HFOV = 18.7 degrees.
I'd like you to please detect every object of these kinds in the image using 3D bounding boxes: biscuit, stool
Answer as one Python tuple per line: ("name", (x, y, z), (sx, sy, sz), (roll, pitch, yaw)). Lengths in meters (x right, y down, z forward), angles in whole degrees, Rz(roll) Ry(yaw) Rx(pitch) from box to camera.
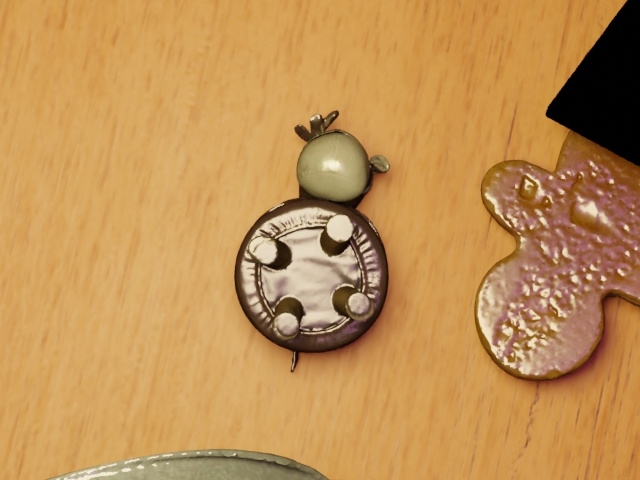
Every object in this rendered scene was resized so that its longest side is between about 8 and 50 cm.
("biscuit", (0.230, -0.018, 1.606), (0.197, 0.049, 0.301), (30, 80, 11))
("stool", (0.000, 0.000, 1.559), (0.125, 0.121, 0.217), (14, 86, 1))

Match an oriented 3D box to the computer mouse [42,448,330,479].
("computer mouse", (-0.140, 0.261, 1.373), (0.373, 0.114, 0.203), (-13, 82, -7))

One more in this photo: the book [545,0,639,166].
("book", (0.375, -0.110, 1.564), (0.322, 0.018, 0.228), (30, 68, 19))
